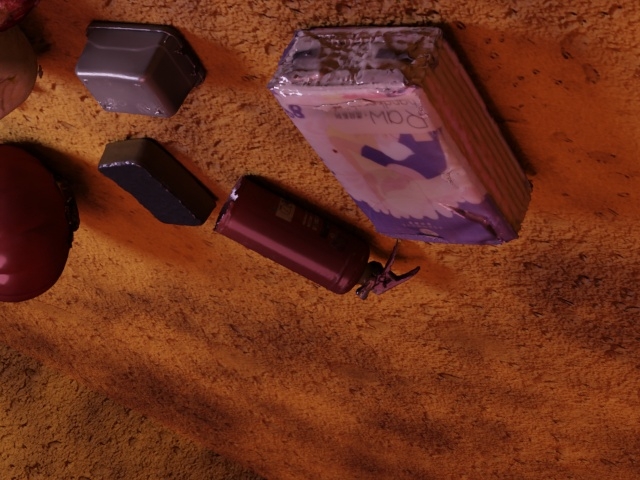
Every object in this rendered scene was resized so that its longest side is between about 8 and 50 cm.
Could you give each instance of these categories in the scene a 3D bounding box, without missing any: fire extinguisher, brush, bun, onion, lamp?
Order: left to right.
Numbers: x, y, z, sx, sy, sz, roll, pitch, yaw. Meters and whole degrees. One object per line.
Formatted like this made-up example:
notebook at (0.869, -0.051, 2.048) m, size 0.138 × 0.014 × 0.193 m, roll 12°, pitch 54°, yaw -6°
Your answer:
bun at (-0.560, -0.257, 1.925) m, size 0.160 × 0.259 × 0.259 m, roll 57°, pitch 159°, yaw 12°
onion at (-0.474, -0.366, 1.780) m, size 0.140 × 0.150 × 0.150 m, roll 61°, pitch 161°, yaw 15°
lamp at (-0.585, -0.034, 2.353) m, size 0.303 × 0.257 × 0.303 m, roll 45°, pitch 146°, yaw 41°
brush at (-0.284, -0.097, 2.201) m, size 0.123 × 0.059 × 0.197 m, roll 1°, pitch 147°, yaw 44°
fire extinguisher at (0.000, 0.000, 2.112) m, size 0.337 × 0.106 × 0.147 m, roll 27°, pitch 131°, yaw -9°

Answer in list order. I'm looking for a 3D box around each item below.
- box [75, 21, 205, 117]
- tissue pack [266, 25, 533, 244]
box at (-0.269, -0.243, 1.847) m, size 0.172 × 0.093 × 0.124 m, roll 8°, pitch 151°, yaw 31°
tissue pack at (0.111, -0.137, 1.685) m, size 0.242 × 0.125 × 0.343 m, roll 6°, pitch 148°, yaw 37°
